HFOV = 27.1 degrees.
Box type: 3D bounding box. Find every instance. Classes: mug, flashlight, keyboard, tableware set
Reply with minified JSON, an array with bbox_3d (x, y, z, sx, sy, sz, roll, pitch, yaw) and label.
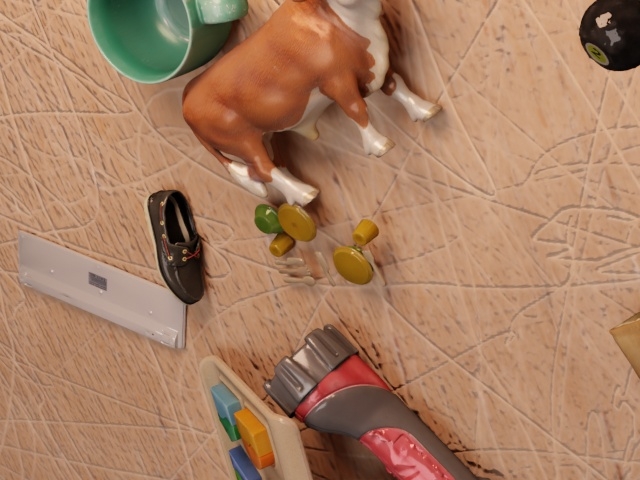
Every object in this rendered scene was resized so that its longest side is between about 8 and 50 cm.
[{"bbox_3d":[-0.142,-0.223,1.318,0.158,0.097,0.129,33,125,17],"label":"mug"},{"bbox_3d":[0.078,0.224,1.359,0.304,0.103,0.103,46,105,13],"label":"flashlight"},{"bbox_3d":[-0.265,0.057,1.583,0.256,0.014,0.072,20,115,26],"label":"keyboard"},{"bbox_3d":[0.000,0.000,1.355,0.154,0.024,0.104,0,126,44],"label":"tableware set"}]

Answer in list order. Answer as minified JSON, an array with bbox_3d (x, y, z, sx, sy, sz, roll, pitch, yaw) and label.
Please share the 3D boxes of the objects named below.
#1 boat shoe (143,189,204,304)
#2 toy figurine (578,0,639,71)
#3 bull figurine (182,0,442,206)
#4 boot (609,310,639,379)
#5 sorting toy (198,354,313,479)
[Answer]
[{"bbox_3d":[-0.156,0.008,1.461,0.042,0.049,0.133,-8,101,44],"label":"boat shoe"},{"bbox_3d":[0.299,-0.229,0.984,0.213,0.148,0.209,9,115,31],"label":"toy figurine"},{"bbox_3d":[-0.007,-0.152,1.254,0.310,0.101,0.188,-31,98,44],"label":"bull figurine"},{"bbox_3d":[0.338,0.186,1.189,0.236,0.089,0.269,-29,93,28],"label":"boot"},{"bbox_3d":[-0.068,0.241,1.449,0.208,0.038,0.193,27,136,57],"label":"sorting toy"}]
